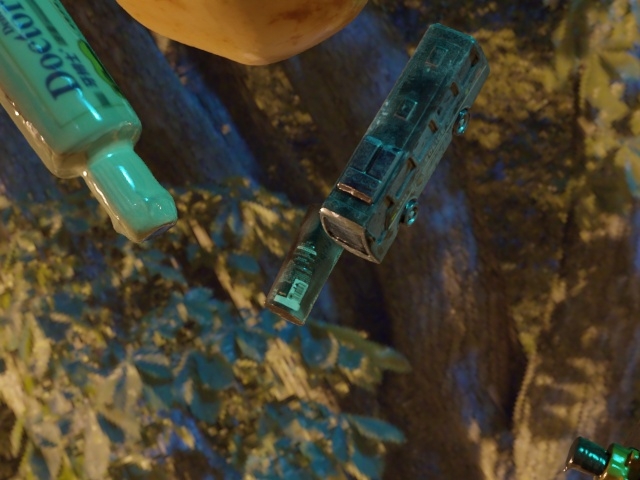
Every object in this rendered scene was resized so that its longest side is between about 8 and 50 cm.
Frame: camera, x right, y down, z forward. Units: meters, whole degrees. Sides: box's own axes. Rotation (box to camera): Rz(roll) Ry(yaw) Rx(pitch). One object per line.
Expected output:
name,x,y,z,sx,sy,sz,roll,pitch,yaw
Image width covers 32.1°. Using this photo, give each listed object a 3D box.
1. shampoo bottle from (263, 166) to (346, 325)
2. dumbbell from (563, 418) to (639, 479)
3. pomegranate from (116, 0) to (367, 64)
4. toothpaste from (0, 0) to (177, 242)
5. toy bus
shampoo bottle,0.001,0.001,1.363,0.208,0.057,0.063,-64,15,-15
dumbbell,0.388,0.268,0.937,0.185,0.388,0.185,-62,-6,-12
pomegranate,-0.078,-0.318,0.970,0.342,0.342,0.342,-25,-24,-12
toothpaste,-0.134,-0.105,0.435,0.067,0.255,0.037,-27,-12,-49
toy bus,0.059,-0.068,0.773,0.166,0.047,0.065,-60,-25,-8
